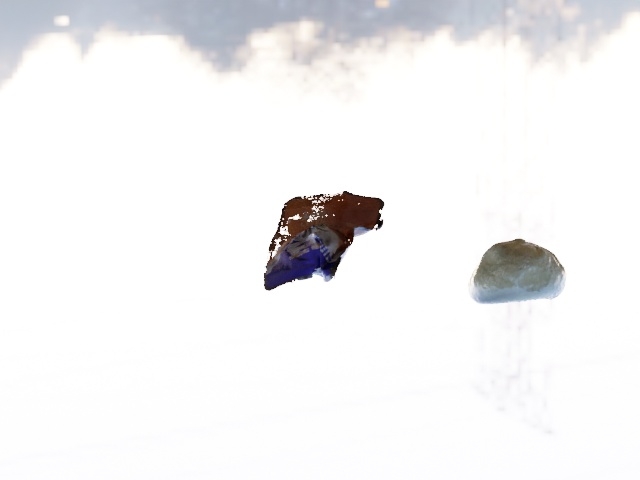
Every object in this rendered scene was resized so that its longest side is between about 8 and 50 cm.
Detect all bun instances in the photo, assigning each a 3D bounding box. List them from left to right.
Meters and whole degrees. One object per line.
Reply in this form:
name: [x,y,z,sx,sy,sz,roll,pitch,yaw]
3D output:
bun: [0.166,0.026,1.483,0.086,0.055,0.086,-4,177,0]

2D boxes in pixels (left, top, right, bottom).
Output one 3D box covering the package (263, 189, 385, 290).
package: [0.000,0.001,1.228,0.077,0.033,0.111,-19,-155,24]
